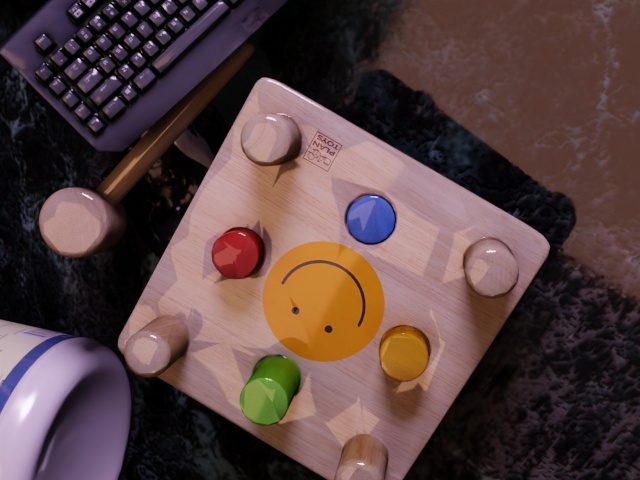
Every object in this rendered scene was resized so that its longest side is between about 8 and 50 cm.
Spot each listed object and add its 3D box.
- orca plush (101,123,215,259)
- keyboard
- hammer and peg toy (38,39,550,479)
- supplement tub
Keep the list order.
[{"bbox_3d":[-0.150,-0.076,0.731,0.151,0.102,0.287,-2,101,28],"label":"orca plush"},{"bbox_3d":[-0.115,-0.238,0.602,0.317,0.033,0.201,-44,99,-3],"label":"keyboard"},{"bbox_3d":[-0.040,0.011,0.619,0.361,0.127,0.266,31,101,3],"label":"hammer and peg toy"},{"bbox_3d":[-0.386,0.188,0.814,0.325,0.235,0.235,10,107,13],"label":"supplement tub"}]
